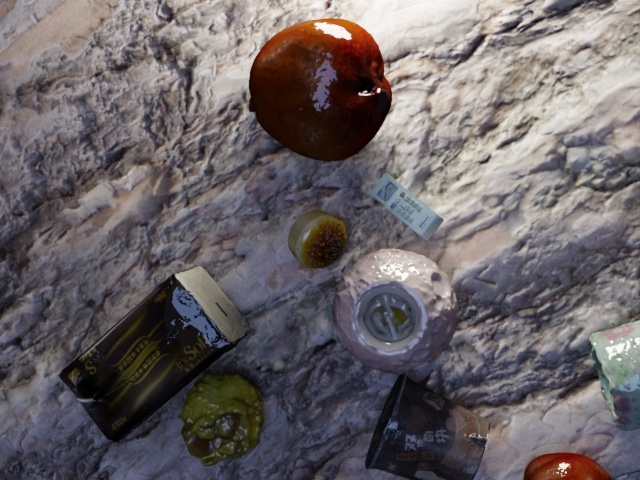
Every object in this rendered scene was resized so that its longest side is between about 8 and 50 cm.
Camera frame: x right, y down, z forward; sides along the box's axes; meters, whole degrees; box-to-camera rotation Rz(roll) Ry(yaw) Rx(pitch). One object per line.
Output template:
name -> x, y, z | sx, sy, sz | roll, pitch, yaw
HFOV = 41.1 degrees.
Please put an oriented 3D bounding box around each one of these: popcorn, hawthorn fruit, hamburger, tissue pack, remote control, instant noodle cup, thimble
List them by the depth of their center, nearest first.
thimble -> 0.626, 0.257, 1.684 | 0.149, 0.185, 0.211 | -17, 56, 11
hawthorn fruit -> -0.001, -0.314, 1.731 | 0.311, 0.295, 0.295 | 36, 101, 31
hawthorn fruit -> 0.514, 0.509, 1.735 | 0.188, 0.169, 0.169 | -13, 91, 9
instant noodle cup -> 0.223, 0.409, 1.765 | 0.207, 0.217, 0.217 | 23, 98, 2
hamburger -> 0.000, 0.000, 1.820 | 0.081, 0.141, 0.126 | 36, 98, 36
remote control -> 0.184, -0.072, 1.823 | 0.162, 0.029, 0.061 | 41, 99, 11
tissue pack -> -0.349, 0.242, 1.870 | 0.370, 0.198, 0.210 | -41, 81, 11
popcorn -> -0.216, 0.387, 1.872 | 0.197, 0.155, 0.197 | 2, 97, 12

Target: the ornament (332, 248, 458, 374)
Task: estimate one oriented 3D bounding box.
ornament -> 0.155, 0.142, 1.743 | 0.259, 0.225, 0.259 | 1, 95, 11
